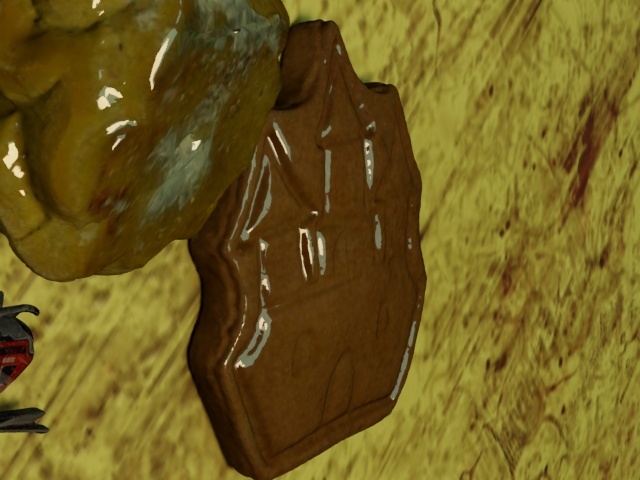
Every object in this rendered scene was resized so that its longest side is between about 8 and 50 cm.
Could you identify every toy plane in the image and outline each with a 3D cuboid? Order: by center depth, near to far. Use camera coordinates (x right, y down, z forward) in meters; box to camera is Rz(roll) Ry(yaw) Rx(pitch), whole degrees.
[{"bbox_3d":[-0.145,0.048,0.546,0.145,0.037,0.060,-7,113,-61],"label":"toy plane"}]

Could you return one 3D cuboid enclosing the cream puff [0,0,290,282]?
[{"bbox_3d":[-0.087,-0.062,0.553,0.146,0.116,0.146,-51,165,-19],"label":"cream puff"}]

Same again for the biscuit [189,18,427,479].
[{"bbox_3d":[0.002,0.000,0.762,0.182,0.034,0.215,-20,114,-54],"label":"biscuit"}]
